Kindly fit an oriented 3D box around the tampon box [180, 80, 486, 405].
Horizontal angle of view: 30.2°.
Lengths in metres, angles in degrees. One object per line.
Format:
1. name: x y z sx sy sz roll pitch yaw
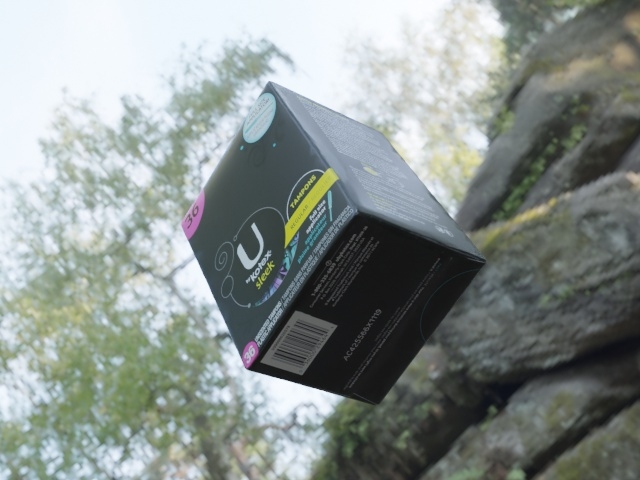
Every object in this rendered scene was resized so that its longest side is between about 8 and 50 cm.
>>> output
1. tampon box: 0.000 0.000 0.741 0.101 0.161 0.120 21 -68 -34
